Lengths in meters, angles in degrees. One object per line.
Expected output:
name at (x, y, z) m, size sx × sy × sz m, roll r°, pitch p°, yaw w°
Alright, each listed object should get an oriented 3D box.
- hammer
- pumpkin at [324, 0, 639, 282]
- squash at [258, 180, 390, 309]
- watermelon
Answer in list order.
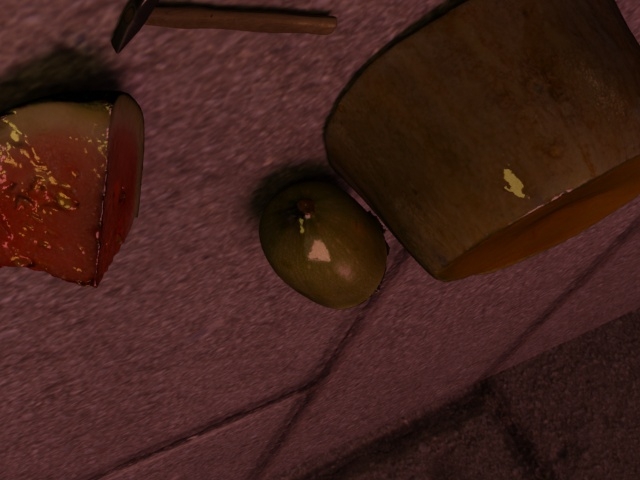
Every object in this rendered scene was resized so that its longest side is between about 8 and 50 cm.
hammer at (-0.062, -0.159, 0.815) m, size 0.199 × 0.013 × 0.062 m, roll -8°, pitch 151°, yaw -46°
pumpkin at (0.185, -0.086, 1.080) m, size 0.332 × 0.199 × 0.332 m, roll -23°, pitch 158°, yaw -10°
squash at (0.000, 0.000, 1.141) m, size 0.123 × 0.123 × 0.187 m, roll -32°, pitch 161°, yaw 5°
watermelon at (-0.211, -0.038, 0.800) m, size 0.145 × 0.137 × 0.193 m, roll 7°, pitch 156°, yaw 0°
